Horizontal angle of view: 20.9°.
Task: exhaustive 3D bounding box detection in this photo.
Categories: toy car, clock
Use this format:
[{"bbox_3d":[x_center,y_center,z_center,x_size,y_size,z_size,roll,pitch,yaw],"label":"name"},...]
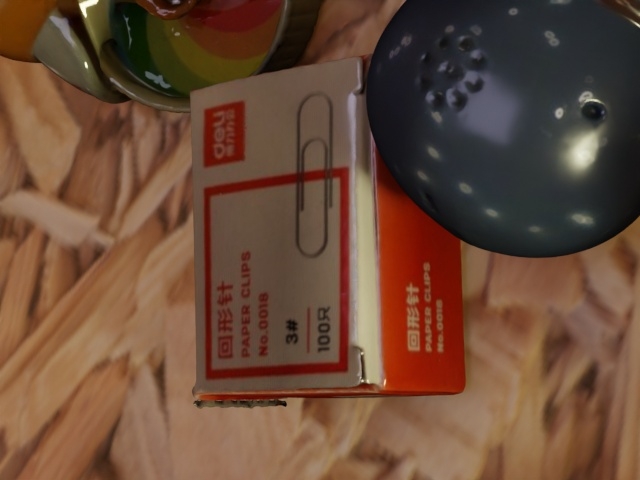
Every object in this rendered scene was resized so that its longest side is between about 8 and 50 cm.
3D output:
[{"bbox_3d":[-0.105,-0.167,1.027,0.235,0.145,0.235,5,102,26],"label":"toy car"},{"bbox_3d":[0.121,-0.110,0.840,0.199,0.146,0.243,33,98,29],"label":"clock"}]

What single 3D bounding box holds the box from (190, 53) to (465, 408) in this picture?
[{"bbox_3d":[0.000,0.000,0.941,0.133,0.099,0.182,-5,83,38],"label":"box"}]
